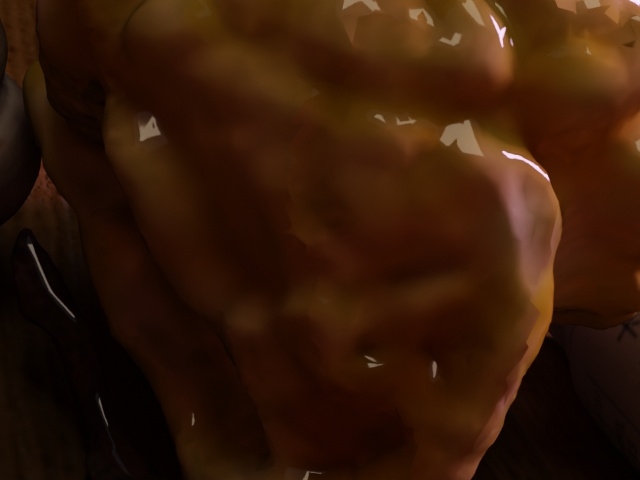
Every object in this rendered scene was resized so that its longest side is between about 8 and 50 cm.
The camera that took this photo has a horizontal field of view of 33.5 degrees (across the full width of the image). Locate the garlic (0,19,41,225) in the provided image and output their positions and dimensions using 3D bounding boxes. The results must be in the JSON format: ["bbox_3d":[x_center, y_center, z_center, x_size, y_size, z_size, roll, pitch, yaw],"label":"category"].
[{"bbox_3d":[-0.234,-0.090,0.528,0.160,0.214,0.191,-18,34,-15],"label":"garlic"}]

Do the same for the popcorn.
[{"bbox_3d":[0.003,-0.036,0.515,0.349,0.349,0.382,27,72,15],"label":"popcorn"}]

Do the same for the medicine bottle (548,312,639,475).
[{"bbox_3d":[0.234,0.069,0.577,0.170,0.170,0.293,5,27,-24],"label":"medicine bottle"}]
